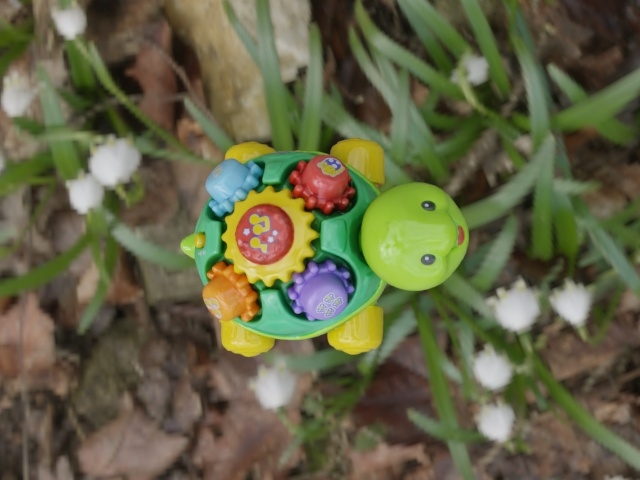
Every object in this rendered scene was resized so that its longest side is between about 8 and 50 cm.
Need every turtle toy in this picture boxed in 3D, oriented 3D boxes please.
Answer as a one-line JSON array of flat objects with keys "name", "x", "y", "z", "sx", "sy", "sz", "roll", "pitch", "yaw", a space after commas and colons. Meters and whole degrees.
[{"name": "turtle toy", "x": 0.000, "y": 0.000, "z": 0.714, "sx": 0.130, "sy": 0.095, "sz": 0.066, "roll": -2, "pitch": 173, "yaw": 18}]
